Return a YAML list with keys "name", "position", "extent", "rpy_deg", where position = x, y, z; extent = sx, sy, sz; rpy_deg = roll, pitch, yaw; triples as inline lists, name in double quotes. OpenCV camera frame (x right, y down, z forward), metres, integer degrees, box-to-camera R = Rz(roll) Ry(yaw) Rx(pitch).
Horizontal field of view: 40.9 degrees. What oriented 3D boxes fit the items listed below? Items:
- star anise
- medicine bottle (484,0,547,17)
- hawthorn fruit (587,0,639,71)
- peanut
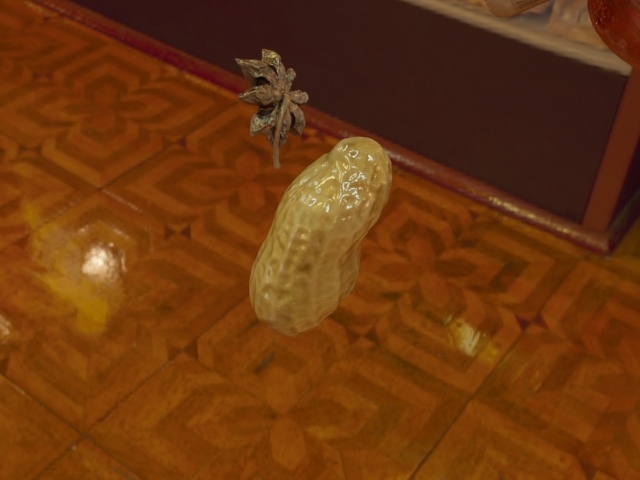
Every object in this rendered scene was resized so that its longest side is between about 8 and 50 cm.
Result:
- name: "star anise"
  position: [-0.093, -0.286, 1.829]
  extent: [0.081, 0.262, 0.230]
  rpy_deg: [-8, -1, 31]
- name: "medicine bottle"
  position: [0.307, -0.389, 1.113]
  extent: [0.215, 0.135, 0.135]
  rpy_deg: [-20, 35, 24]
- name: "hawthorn fruit"
  position: [0.524, -0.365, 1.213]
  extent: [0.284, 0.284, 0.284]
  rpy_deg: [2, 41, -2]
- name: "peanut"
  position: [0.000, 0.000, 1.212]
  extent: [0.153, 0.325, 0.140]
  rpy_deg: [21, 24, -21]
